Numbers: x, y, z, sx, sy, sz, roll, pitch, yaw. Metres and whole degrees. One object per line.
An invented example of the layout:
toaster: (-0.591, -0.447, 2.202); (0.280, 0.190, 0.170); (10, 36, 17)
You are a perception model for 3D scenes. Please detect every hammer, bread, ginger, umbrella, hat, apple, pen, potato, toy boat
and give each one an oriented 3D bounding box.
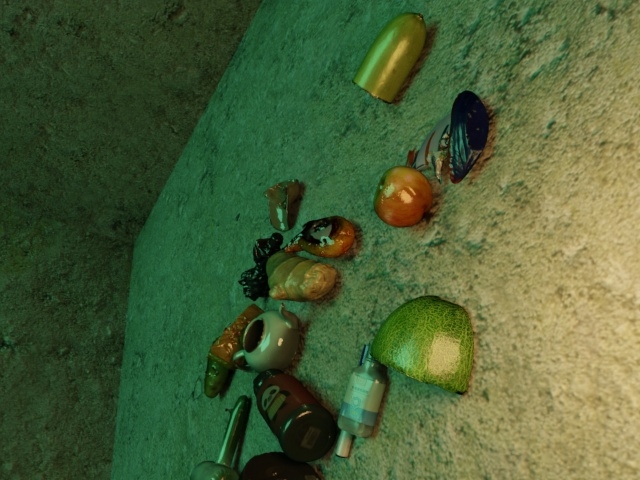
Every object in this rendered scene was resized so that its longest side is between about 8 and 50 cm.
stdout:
hammer: (-0.290, 0.639, 1.997); (0.206, 0.119, 0.335); (-17, 52, 57)
bread: (0.007, -0.006, 1.825); (0.139, 0.095, 0.269); (-46, 19, -24)
ginger: (-0.079, 0.105, 1.882); (0.190, 0.126, 0.354); (-31, 15, -12)
umbrella: (-0.179, 0.079, 2.120); (0.110, 0.122, 0.272); (-69, 6, -53)
hat: (-0.119, -0.119, 2.203); (0.147, 0.085, 0.175); (-2, 94, 51)
bread: (-0.245, 0.320, 2.053); (0.229, 0.139, 0.143); (-48, 0, -35)
apple: (0.195, -0.099, 1.506); (0.146, 0.147, 0.146); (-42, 39, 46)
pen: (0.084, 0.375, 1.514); (0.033, 0.033, 0.268); (6, 79, 63)
potato: (-0.355, 0.439, 2.255); (0.117, 0.090, 0.225); (-173, 98, -79)
toy boat: (0.292, -0.239, 1.494); (0.318, 0.072, 0.218); (-143, 70, -73)

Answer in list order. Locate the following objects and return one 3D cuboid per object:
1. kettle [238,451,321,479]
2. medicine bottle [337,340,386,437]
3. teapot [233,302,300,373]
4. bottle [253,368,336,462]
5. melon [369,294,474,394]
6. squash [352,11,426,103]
kettle: (-0.134, 0.665, 1.567); (0.250, 0.208, 0.271); (52, 128, 52)
medicine bottle: (0.102, 0.334, 1.463); (0.090, 0.054, 0.208); (12, 83, 39)
teapot: (-0.151, 0.295, 1.892); (0.294, 0.130, 0.193); (-45, 34, 27)
bottle: (-0.085, 0.437, 1.681); (0.336, 0.144, 0.143); (24, 95, 66)
melon: (0.196, 0.186, 1.316); (0.265, 0.129, 0.169); (17, 86, 65)
squash: (0.200, -0.506, 1.758); (0.247, 0.133, 0.132); (-58, 29, 21)
